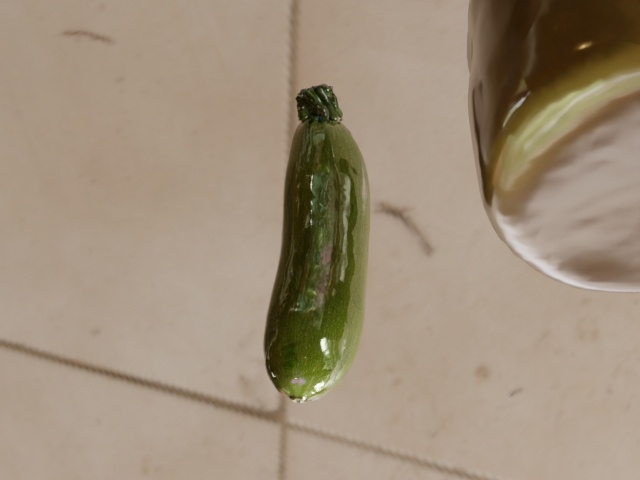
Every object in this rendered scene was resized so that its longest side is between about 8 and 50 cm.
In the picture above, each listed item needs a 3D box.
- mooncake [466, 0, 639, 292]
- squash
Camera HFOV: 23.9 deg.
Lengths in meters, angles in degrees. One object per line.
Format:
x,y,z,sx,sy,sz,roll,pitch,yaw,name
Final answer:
0.168,-0.065,0.638,0.235,0.235,0.117,-21,61,33,mooncake
0.000,0.000,0.777,0.052,0.183,0.052,3,147,2,squash
